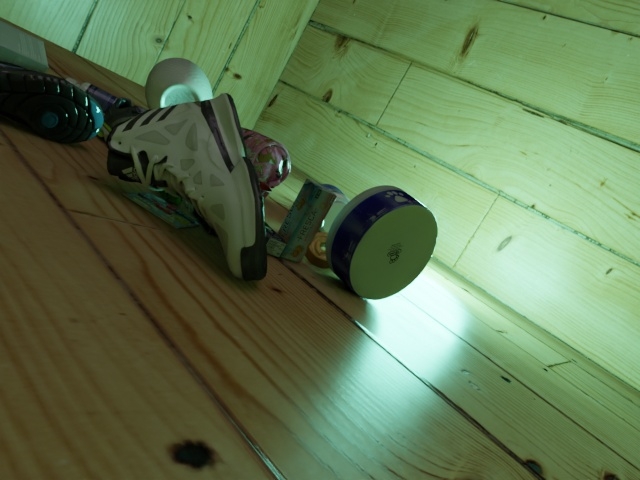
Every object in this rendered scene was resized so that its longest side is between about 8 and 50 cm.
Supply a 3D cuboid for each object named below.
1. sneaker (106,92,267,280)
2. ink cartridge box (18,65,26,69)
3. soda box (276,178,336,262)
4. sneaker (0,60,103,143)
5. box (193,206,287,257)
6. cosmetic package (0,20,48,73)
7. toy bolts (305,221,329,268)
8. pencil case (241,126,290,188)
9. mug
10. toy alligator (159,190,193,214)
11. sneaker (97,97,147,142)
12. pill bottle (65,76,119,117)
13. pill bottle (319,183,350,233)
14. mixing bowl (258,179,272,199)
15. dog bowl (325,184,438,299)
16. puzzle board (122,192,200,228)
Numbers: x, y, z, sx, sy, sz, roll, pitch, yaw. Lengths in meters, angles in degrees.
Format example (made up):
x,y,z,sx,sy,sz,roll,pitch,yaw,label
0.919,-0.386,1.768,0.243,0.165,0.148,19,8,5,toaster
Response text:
x,y,z,sx,sy,sz,roll,pitch,yaw,label
-0.252,-0.092,0.929,0.258,0.169,0.447,-12,53,-12,sneaker
-0.717,-0.378,1.231,0.135,0.056,0.099,29,11,-6,ink cartridge box
-0.040,-0.043,1.140,0.063,0.183,0.058,20,14,-39,soda box
-0.596,-0.297,0.976,0.140,0.125,0.341,38,13,35,sneaker
-0.191,-0.043,1.110,0.191,0.045,0.184,23,15,-39,box
-0.833,-0.493,1.257,0.238,0.107,0.127,17,39,-48,cosmetic package
0.000,0.000,1.339,0.228,0.158,0.218,43,54,16,toy bolts
-0.266,-0.305,1.754,0.386,0.167,0.160,32,-3,46,pencil case
-0.567,-0.565,2.104,0.374,0.276,0.328,60,-1,-31,mug
-0.312,-0.103,1.046,0.051,0.056,0.189,-8,34,-24,toy alligator
-0.452,-0.263,1.233,0.300,0.121,0.111,35,11,26,sneaker
-0.625,-0.376,1.377,0.169,0.094,0.094,27,10,-20,pill bottle
0.035,-0.105,1.755,0.152,0.152,0.272,27,11,-16,pill bottle
-0.227,-0.129,1.278,0.181,0.098,0.181,30,9,-5,mixing bowl
0.148,0.008,1.191,0.265,0.265,0.104,21,16,-42,dog bowl
-0.306,-0.061,0.969,0.128,0.011,0.096,31,10,7,puzzle board
